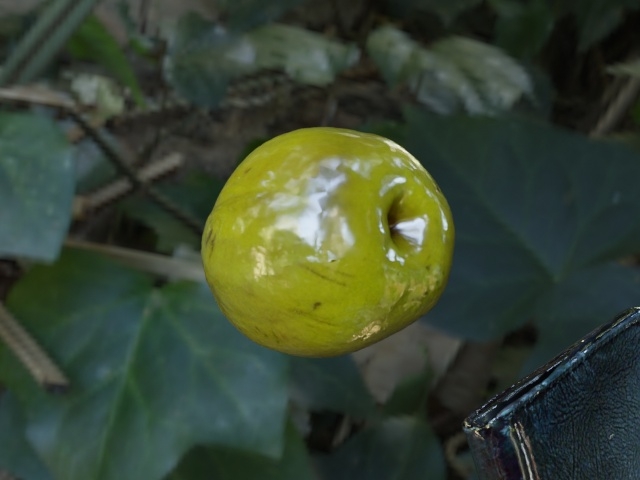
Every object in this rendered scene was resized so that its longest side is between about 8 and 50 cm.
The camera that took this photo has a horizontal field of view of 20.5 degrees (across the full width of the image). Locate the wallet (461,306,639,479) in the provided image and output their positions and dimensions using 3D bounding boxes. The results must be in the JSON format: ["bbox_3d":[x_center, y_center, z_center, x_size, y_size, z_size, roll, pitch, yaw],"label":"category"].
[{"bbox_3d":[0.172,0.205,0.985,0.045,0.318,0.172,-2,21,44],"label":"wallet"}]

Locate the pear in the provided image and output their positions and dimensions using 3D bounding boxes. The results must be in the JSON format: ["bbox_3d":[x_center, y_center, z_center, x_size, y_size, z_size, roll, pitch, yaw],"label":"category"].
[{"bbox_3d":[0.000,0.000,1.117,0.162,0.149,0.149,-6,16,40],"label":"pear"}]
